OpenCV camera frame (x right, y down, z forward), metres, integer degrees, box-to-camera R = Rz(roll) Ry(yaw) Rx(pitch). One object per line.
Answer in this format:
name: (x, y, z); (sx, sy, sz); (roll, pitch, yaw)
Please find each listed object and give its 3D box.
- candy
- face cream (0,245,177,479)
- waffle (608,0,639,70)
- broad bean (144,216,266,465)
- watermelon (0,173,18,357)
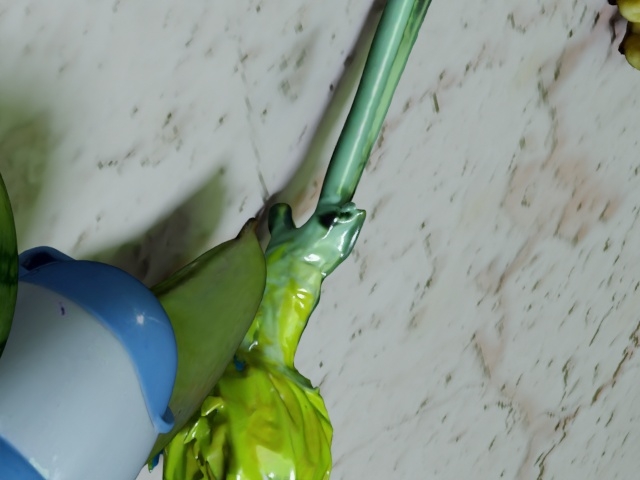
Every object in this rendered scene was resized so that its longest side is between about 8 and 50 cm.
candy: (-0.003, -0.001, 0.779); (0.073, 0.077, 0.262); (16, 97, -37)
face cream: (-0.138, 0.111, 0.577); (0.264, 0.083, 0.149); (-50, -176, -18)
waffle: (0.229, -0.183, 0.930); (0.238, 0.058, 0.243); (-10, 126, -52)
broad bean: (-0.133, 0.105, 0.689); (0.325, 0.067, 0.075); (-44, 116, -16)
watermelon: (-0.159, -0.002, 0.470); (0.187, 0.140, 0.141); (18, 104, -54)
